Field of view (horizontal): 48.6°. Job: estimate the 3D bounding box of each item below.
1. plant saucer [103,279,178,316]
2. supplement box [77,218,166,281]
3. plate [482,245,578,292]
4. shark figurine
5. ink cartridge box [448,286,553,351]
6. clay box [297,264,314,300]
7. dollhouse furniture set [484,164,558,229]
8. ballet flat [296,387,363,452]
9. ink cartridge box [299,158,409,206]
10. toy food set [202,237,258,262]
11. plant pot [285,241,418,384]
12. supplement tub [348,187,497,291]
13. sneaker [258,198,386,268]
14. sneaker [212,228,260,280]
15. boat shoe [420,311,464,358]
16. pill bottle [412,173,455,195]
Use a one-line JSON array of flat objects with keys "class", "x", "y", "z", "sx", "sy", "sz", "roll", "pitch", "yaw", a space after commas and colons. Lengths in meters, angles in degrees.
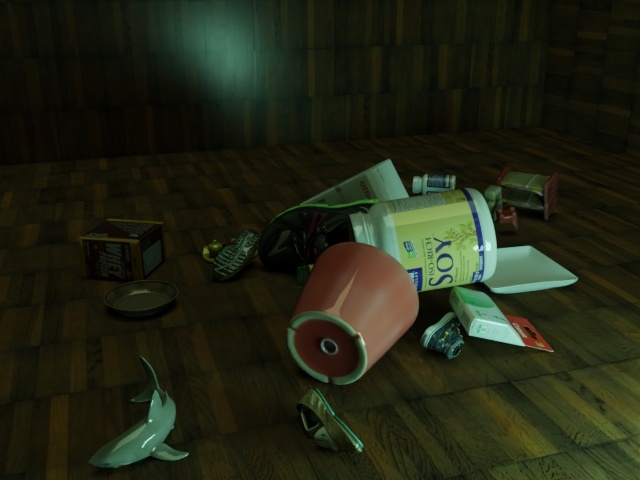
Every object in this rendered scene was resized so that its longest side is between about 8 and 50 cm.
[{"class": "plant saucer", "x": -0.488, "y": 0.162, "z": 1.937, "sx": 0.198, "sy": 0.036, "sz": 0.198, "roll": 0, "pitch": 19, "yaw": 0}, {"class": "supplement box", "x": -0.602, "y": 0.027, "z": 2.171, "sx": 0.191, "sy": 0.129, "sz": 0.194, "roll": 4, "pitch": 20, "yaw": 11}, {"class": "plate", "x": 0.566, "y": 0.091, "z": 2.100, "sx": 0.277, "sy": 0.045, "sz": 0.278, "roll": -5, "pitch": 20, "yaw": -14}, {"class": "shark figurine", "x": -0.325, "y": 0.327, "z": 1.380, "sx": 0.166, "sy": 0.116, "sz": 0.278, "roll": 2, "pitch": 22, "yaw": 3}, {"class": "ink cartridge box", "x": 0.445, "y": 0.191, "z": 1.741, "sx": 0.224, "sy": 0.056, "sz": 0.181, "roll": 11, "pitch": 19, "yaw": -10}, {"class": "clay box", "x": 0.050, "y": 0.124, "z": 1.900, "sx": 0.222, "sy": 0.127, "sz": 0.053, "roll": -6, "pitch": 21, "yaw": -14}, {"class": "dollhouse furniture set", "x": 0.700, "y": -0.116, "z": 2.580, "sx": 0.201, "sy": 0.152, "sz": 0.374, "roll": 15, "pitch": 42, "yaw": 35}, {"class": "ballet flat", "x": 0.011, "y": 0.361, "z": 1.368, "sx": 0.067, "sy": 0.073, "sz": 0.206, "roll": -35, "pitch": 27, "yaw": -11}, {"class": "ink cartridge box", "x": 0.121, "y": -0.103, "z": 2.261, "sx": 0.270, "sy": 0.198, "sz": 0.197, "roll": -24, "pitch": 6, "yaw": 34}, {"class": "toy food set", "x": -0.273, "y": 0.014, "z": 2.286, "sx": 0.217, "sy": 0.071, "sz": 0.128, "roll": -8, "pitch": 21, "yaw": -21}, {"class": "plant pot", "x": 0.059, "y": 0.175, "z": 1.603, "sx": 0.275, "sy": 0.275, "sz": 0.243, "roll": 8, "pitch": 31, "yaw": 23}, {"class": "supplement tub", "x": 0.248, "y": 0.008, "z": 1.775, "sx": 0.331, "sy": 0.241, "sz": 0.241, "roll": -10, "pitch": 21, "yaw": -2}, {"class": "sneaker", "x": 0.000, "y": 0.000, "z": 2.049, "sx": 0.482, "sy": 0.185, "sz": 0.202, "roll": -13, "pitch": 25, "yaw": 32}, {"class": "sneaker", "x": -0.252, "y": 0.061, "z": 2.161, "sx": 0.081, "sy": 0.094, "sz": 0.208, "roll": 30, "pitch": 52, "yaw": 18}, {"class": "boat shoe", "x": 0.314, "y": 0.233, "z": 1.709, "sx": 0.083, "sy": 0.065, "sz": 0.183, "roll": 31, "pitch": 27, "yaw": 24}, {"class": "pill bottle", "x": 0.463, "y": -0.222, "z": 2.887, "sx": 0.169, "sy": 0.094, "sz": 0.094, "roll": 5, "pitch": 21, "yaw": 12}]
